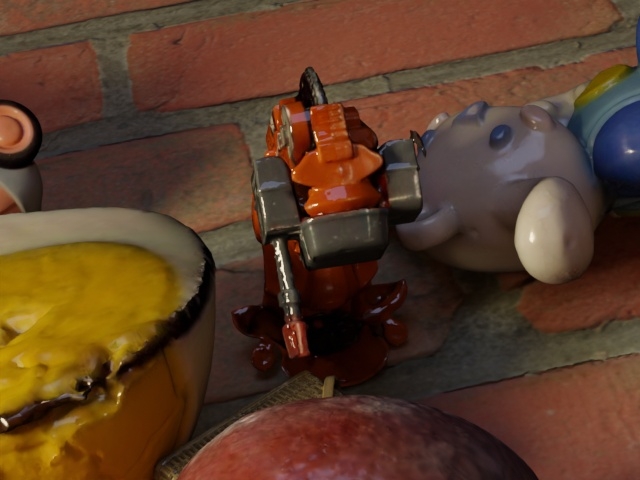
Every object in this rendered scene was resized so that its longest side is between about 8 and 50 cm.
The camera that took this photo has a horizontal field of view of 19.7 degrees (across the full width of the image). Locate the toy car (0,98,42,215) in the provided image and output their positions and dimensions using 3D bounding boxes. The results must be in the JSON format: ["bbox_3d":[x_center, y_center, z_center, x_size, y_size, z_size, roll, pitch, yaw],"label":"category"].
[{"bbox_3d":[-0.388,-0.048,1.620,0.270,0.180,0.212,38,56,1],"label":"toy car"}]

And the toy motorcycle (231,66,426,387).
[{"bbox_3d":[0.000,0.000,1.446,0.148,0.221,0.326,-11,-11,-7],"label":"toy motorcycle"}]

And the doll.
[{"bbox_3d":[0.215,-0.080,1.563,0.365,0.187,0.376,-23,35,-22],"label":"doll"}]

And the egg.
[{"bbox_3d":[-0.223,0.126,1.357,0.337,0.201,0.337,-5,27,3],"label":"egg"}]

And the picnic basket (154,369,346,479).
[{"bbox_3d":[-0.031,0.180,1.307,0.164,0.115,0.079,-32,42,-29],"label":"picnic basket"}]

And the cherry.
[{"bbox_3d":[0.041,0.213,1.154,0.285,0.213,0.236,36,29,-5],"label":"cherry"}]
